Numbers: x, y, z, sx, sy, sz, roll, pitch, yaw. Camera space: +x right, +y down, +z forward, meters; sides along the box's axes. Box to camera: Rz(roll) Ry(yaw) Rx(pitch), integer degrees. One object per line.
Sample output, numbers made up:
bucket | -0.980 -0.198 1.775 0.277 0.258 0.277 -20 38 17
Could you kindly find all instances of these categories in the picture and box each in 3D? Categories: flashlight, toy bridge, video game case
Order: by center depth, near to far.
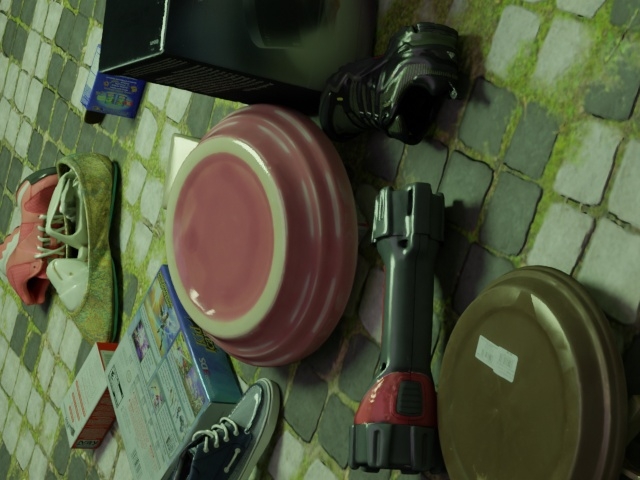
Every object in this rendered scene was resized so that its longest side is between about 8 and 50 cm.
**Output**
toy bridge | 0.271 0.163 1.104 0.063 0.026 0.188 -60 37 31
flashlight | 0.087 0.098 1.346 0.103 0.103 0.304 -6 72 29
video game case | -0.220 0.214 1.813 0.244 0.061 0.270 -59 39 33

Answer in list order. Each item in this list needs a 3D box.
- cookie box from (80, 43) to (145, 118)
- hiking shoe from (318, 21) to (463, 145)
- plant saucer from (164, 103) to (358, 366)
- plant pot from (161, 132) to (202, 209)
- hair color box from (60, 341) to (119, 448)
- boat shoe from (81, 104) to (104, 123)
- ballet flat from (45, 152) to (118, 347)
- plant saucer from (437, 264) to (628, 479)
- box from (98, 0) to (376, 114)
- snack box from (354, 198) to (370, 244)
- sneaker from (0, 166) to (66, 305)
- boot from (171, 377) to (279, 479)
cookie box | -0.344 -0.268 2.090 0.040 0.091 0.107 43 117 48
hiking shoe | 0.073 -0.155 1.428 0.227 0.086 0.114 -35 51 47
plant saucer | -0.092 -0.005 1.548 0.332 0.084 0.332 4 95 48
plant pot | -0.144 -0.087 1.737 0.096 0.109 0.109 7 89 44
hair color box | -0.367 0.256 2.036 0.167 0.053 0.093 -55 42 32
boat shoe | -0.396 -0.271 2.207 0.135 0.050 0.045 -57 45 32
ballet flat | -0.409 0.015 2.101 0.123 0.123 0.349 -24 63 52
plant saucer | 0.189 0.161 1.190 0.278 0.041 0.278 -19 69 62
box | -0.089 -0.329 1.527 0.182 0.294 0.296 -2 82 54
snack box | 0.000 0.000 1.547 0.141 0.037 0.100 -60 38 30
sneaker | -0.497 -0.003 2.271 0.136 0.116 0.314 61 139 30
boot | -0.123 0.259 1.599 0.069 0.086 0.190 13 80 54
